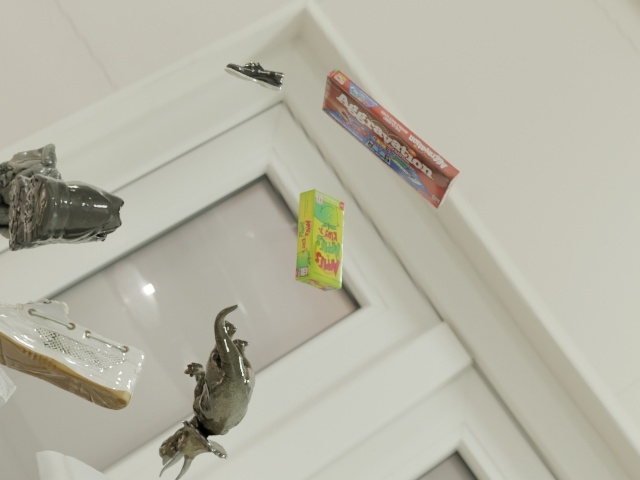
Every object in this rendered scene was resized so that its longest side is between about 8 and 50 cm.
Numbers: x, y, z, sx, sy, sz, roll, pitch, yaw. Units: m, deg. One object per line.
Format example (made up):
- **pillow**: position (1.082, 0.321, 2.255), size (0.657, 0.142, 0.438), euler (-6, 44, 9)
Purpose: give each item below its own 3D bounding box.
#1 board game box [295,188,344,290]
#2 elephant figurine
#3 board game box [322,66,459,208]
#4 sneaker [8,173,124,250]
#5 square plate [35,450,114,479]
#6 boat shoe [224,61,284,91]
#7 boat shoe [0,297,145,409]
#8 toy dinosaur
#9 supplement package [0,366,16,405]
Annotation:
- **board game box**: position (0.000, 0.000, 2.074), size (0.043, 0.092, 0.181), euler (-14, -115, 38)
- **elephant figurine**: position (-0.509, -0.090, 1.890), size (0.239, 0.186, 0.169), euler (-12, -35, 38)
- **board game box**: position (0.118, -0.177, 1.851), size (0.281, 0.027, 0.145), euler (41, -17, 9)
- **sneaker**: position (-0.347, -0.032, 1.422), size (0.286, 0.130, 0.109), euler (10, -85, 64)
- **square plate**: position (-0.391, 0.528, 2.057), size (0.347, 0.049, 0.344), euler (35, -8, -17)
- **boat shoe**: position (-0.114, -0.296, 1.858), size (0.046, 0.125, 0.038), euler (24, -82, 51)
- **boat shoe**: position (-0.361, 0.123, 1.377), size (0.277, 0.096, 0.098), euler (28, -32, -9)
- **toy dinosaur**: position (-0.141, 0.221, 1.574), size (0.313, 0.121, 0.160), euler (-57, -149, 38)
- **supplement package**: position (-0.754, 0.324, 2.064), size (0.145, 0.262, 0.204), euler (55, -8, -6)
